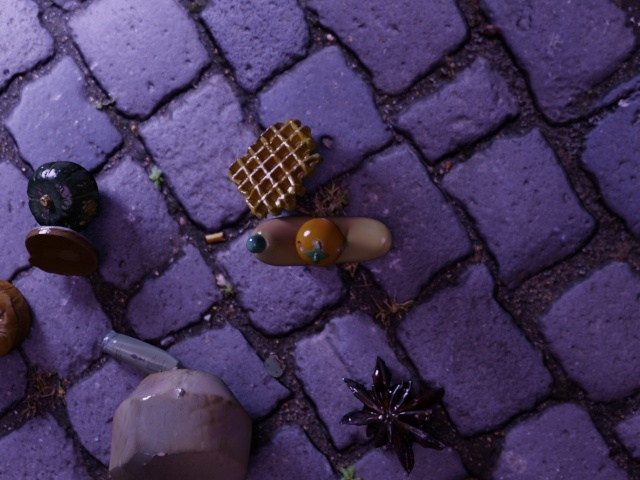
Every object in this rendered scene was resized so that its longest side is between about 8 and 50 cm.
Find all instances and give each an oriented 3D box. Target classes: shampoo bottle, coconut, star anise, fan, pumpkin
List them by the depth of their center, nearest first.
[{"bbox_3d":[0.168,0.407,1.648,0.283,0.129,0.212,26,93,18],"label":"star anise"},{"bbox_3d":[-0.328,0.495,1.668,0.353,0.352,0.352,1,94,12],"label":"coconut"},{"bbox_3d":[-0.123,0.324,1.759,0.056,0.004,0.083,39,102,7],"label":"fan"},{"bbox_3d":[-0.642,-0.105,1.765,0.190,0.146,0.190,5,121,9],"label":"pumpkin"},{"bbox_3d":[-0.459,0.297,1.806,0.213,0.049,0.072,18,102,11],"label":"shampoo bottle"}]

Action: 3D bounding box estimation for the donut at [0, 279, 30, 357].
[{"bbox_3d":[-0.879,0.207,1.857,0.227,0.114,0.226,1,94,12],"label":"donut"}]

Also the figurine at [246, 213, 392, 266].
[{"bbox_3d":[0.000,0.000,1.599,0.325,0.222,0.124,-1,92,13],"label":"figurine"}]

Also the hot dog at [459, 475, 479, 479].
[{"bbox_3d":[0.270,0.696,1.646,0.349,0.117,0.158,-39,66,10],"label":"hot dog"}]

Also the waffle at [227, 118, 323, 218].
[{"bbox_3d":[-0.093,-0.163,1.635,0.229,0.057,0.219,-43,51,12],"label":"waffle"}]

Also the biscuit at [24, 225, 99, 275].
[{"bbox_3d":[-0.644,0.023,1.768,0.181,0.208,0.049,8,56,-6],"label":"biscuit"}]
